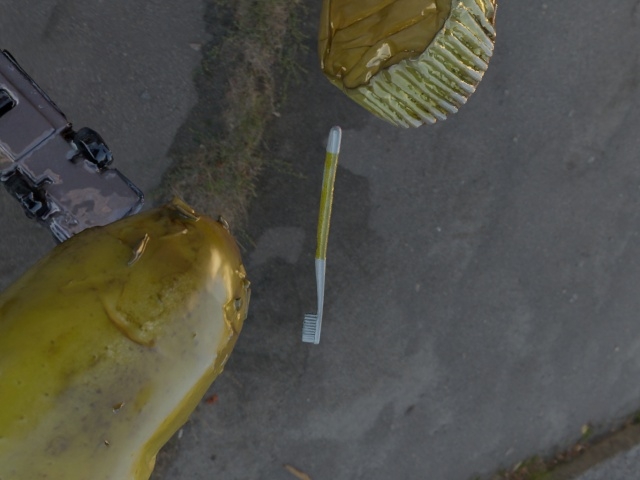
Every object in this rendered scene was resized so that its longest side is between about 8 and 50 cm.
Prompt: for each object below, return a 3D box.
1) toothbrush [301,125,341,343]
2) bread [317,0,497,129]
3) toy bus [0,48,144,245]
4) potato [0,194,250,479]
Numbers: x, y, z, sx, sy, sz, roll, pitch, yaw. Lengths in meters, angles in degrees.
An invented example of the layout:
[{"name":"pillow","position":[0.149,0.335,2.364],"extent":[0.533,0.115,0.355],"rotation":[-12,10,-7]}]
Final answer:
[{"name":"toothbrush","position":[0.000,0.000,0.757],"extent":[0.024,0.021,0.288],"rotation":[5,108,-4]},{"name":"bread","position":[0.092,-0.249,0.637],"extent":[0.133,0.179,0.250],"rotation":[17,63,-46]},{"name":"toy bus","position":[-0.330,-0.122,0.626],"extent":[0.112,0.138,0.317],"rotation":[-44,105,-21]},{"name":"potato","position":[-0.169,0.094,0.446],"extent":[0.173,0.140,0.300],"rotation":[43,61,-11]}]
